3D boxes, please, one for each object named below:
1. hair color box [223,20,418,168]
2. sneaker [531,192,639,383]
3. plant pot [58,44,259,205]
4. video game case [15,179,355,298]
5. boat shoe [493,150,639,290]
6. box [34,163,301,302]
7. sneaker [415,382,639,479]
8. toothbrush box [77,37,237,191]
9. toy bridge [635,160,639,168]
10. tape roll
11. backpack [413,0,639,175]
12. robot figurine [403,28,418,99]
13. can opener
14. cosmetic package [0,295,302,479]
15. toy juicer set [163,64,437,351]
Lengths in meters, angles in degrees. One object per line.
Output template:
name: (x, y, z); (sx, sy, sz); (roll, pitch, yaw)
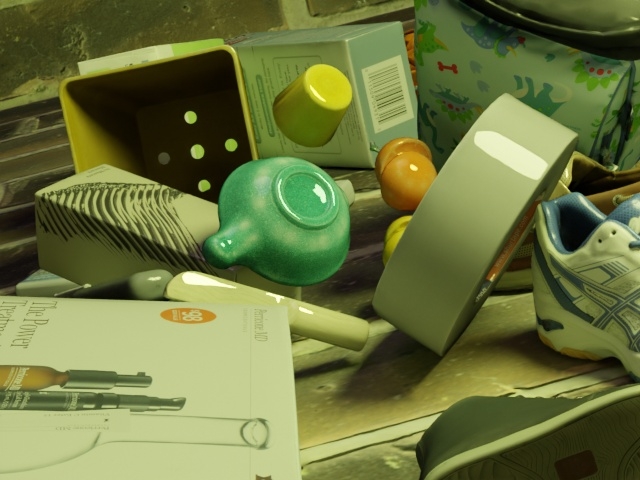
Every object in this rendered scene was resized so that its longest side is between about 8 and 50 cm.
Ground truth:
hair color box: (-0.024, -0.213, 2.083); (0.113, 0.185, 0.374); (-24, 19, -36)
sneaker: (0.259, 0.034, 1.078); (0.112, 0.131, 0.296); (-21, 18, -30)
plant pot: (-0.167, -0.104, 1.698); (0.212, 0.212, 0.187); (-11, 2, 9)
video game case: (-0.158, 0.002, 1.724); (0.329, 0.036, 0.300); (-7, 17, 24)
boat shoe: (0.237, -0.028, 1.331); (0.324, 0.120, 0.122); (-4, 18, 32)
box: (-0.157, 0.012, 1.433); (0.275, 0.094, 0.113); (19, 31, 31)
sneaker: (0.166, 0.124, 0.927); (0.222, 0.083, 0.118); (-14, 15, 2)
toothbrush box: (-0.213, -0.169, 1.989); (0.122, 0.206, 0.283); (-9, 8, 15)
toy bridge: (0.298, -0.100, 1.639); (0.188, 0.063, 0.026); (-4, 18, 34)
tape roll: (0.131, -0.013, 1.194); (0.072, 0.219, 0.219); (33, 31, 11)
backpack: (0.224, -0.171, 1.434); (0.290, 0.273, 0.355); (26, -13, 16)
robot figurine: (0.108, -0.264, 2.225); (0.291, 0.085, 0.211); (-14, 29, 49)
can opener: (-0.184, 0.072, 1.335); (0.095, 0.076, 0.283); (-9, -3, -30)
cosmetic package: (-0.160, 0.138, 1.013); (0.284, 0.097, 0.377); (4, 15, -4)
toy juicer set: (0.000, 0.000, 1.318); (0.089, 0.209, 0.329); (-47, 12, 50)
